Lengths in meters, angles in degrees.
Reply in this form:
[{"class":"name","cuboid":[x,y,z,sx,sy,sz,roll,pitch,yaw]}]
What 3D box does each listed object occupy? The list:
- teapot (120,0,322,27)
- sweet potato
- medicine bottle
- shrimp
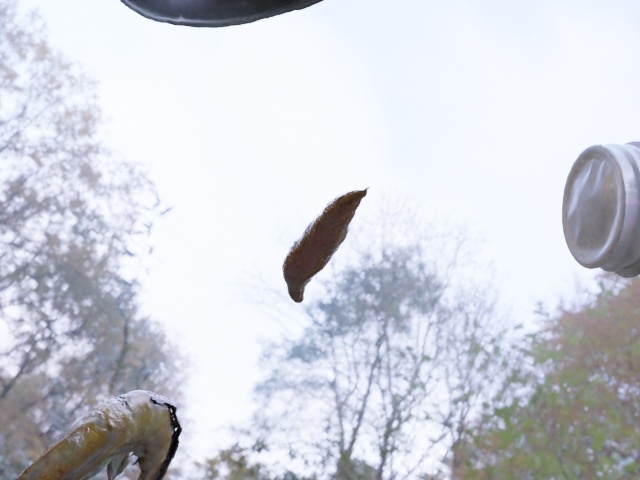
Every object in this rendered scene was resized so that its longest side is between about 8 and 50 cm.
[{"class":"teapot","cuboid":[-0.066,-0.317,0.517,0.253,0.300,0.344,-32,-108,37]},{"class":"sweet potato","cuboid":[0.000,0.000,1.335,0.066,0.072,0.314,21,-39,-12]},{"class":"medicine bottle","cuboid":[0.387,-0.021,0.797,0.324,0.179,0.124,3,-31,-10]},{"class":"shrimp","cuboid":[-0.268,0.281,1.055,0.058,0.253,0.173,28,-29,42]}]
